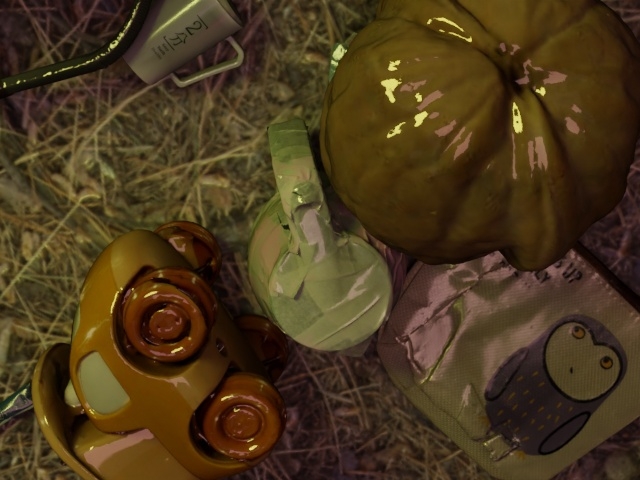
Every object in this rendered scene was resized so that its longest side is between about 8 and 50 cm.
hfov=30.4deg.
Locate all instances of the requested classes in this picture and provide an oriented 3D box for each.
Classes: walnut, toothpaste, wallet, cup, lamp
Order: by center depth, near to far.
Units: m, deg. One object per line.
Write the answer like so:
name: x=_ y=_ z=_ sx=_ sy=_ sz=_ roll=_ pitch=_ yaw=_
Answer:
walnut: x=0.144 y=-0.106 z=1.055 sx=0.296 sy=0.285 sz=0.285 roll=-30 pitch=107 yaw=-10
lamp: x=-0.246 y=-0.220 z=1.057 sx=0.283 sy=0.203 sz=0.124 roll=-27 pitch=82 yaw=9
cup: x=-0.128 y=-0.199 z=1.154 sx=0.116 sy=0.074 sz=0.104 roll=-36 pitch=119 yaw=11
wallet: x=0.220 y=0.104 z=1.264 sx=0.335 sy=0.068 sz=0.275 roll=43 pitch=99 yaw=-14
toothpaste: x=-0.343 y=0.187 z=1.287 sx=0.083 sy=0.019 sz=0.027 roll=-34 pitch=89 yaw=4

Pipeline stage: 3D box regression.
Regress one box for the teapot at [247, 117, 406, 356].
teapot: x=0.014 y=0.004 z=1.164 sx=0.163 sy=0.178 sz=0.221 roll=8 pitch=106 yaw=-6

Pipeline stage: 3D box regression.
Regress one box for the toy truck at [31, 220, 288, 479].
toy truck: x=-0.151 y=0.135 z=1.184 sx=0.212 sy=0.204 sz=0.288 roll=-33 pitch=108 yaw=10

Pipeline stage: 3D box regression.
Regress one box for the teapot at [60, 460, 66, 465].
teapot: x=-0.235 y=0.226 z=1.282 sx=0.100 sy=0.068 sz=0.045 roll=-5 pitch=115 yaw=-36

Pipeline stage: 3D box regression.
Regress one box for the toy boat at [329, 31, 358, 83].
toy boat: x=0.038 y=-0.141 z=1.196 sx=0.096 sy=0.034 sz=0.122 roll=28 pitch=105 yaw=-5
